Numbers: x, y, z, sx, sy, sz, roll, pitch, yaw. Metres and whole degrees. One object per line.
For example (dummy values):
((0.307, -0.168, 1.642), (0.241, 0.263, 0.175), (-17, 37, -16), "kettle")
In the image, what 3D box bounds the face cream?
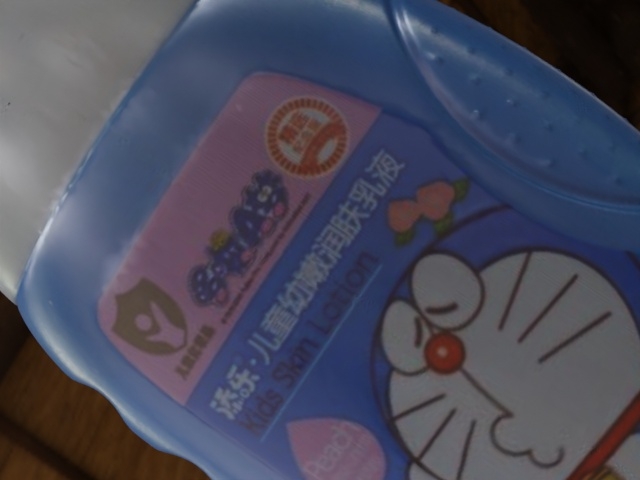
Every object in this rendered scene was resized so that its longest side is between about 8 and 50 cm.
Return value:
((0.000, 0.000, 0.394), (0.264, 0.083, 0.149), (34, -86, 4), "face cream")
